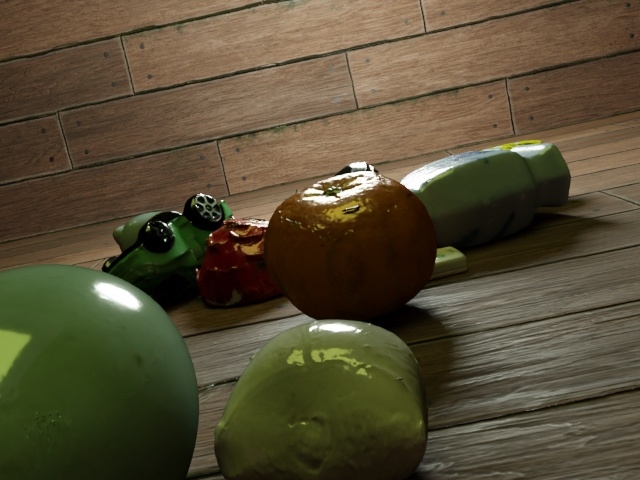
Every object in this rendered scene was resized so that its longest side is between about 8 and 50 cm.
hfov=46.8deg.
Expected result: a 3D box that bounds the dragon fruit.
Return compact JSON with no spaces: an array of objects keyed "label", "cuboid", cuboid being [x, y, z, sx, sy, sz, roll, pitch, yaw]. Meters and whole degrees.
[{"label":"dragon fruit","cuboid":[-0.154,0.054,1.498,0.262,0.163,0.189,-7,40,24]}]

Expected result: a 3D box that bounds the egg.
[{"label":"egg","cuboid":[-0.247,0.162,0.645,0.276,0.276,0.389,-11,13,8]}]

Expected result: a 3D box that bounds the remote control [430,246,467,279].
[{"label":"remote control","cuboid":[0.152,0.052,1.370,0.230,0.049,0.090,-12,13,-6]}]

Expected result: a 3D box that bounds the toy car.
[{"label":"toy car","cuboid":[-0.313,0.029,1.660,0.213,0.176,0.359,-36,2,37]}]

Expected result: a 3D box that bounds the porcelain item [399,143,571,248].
[{"label":"porcelain item","cuboid":[0.321,-0.095,1.590,0.405,0.178,0.242,-17,11,-23]}]

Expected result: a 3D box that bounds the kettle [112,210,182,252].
[{"label":"kettle","cuboid":[-0.421,0.010,1.989,0.221,0.161,0.236,14,-7,-32]}]

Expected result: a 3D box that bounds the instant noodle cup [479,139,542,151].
[{"label":"instant noodle cup","cuboid":[0.474,-0.160,1.850,0.182,0.144,0.182,-13,12,3]}]

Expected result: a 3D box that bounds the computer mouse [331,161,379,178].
[{"label":"computer mouse","cuboid":[0.029,-0.032,1.540,0.323,0.116,0.183,-42,21,44]}]

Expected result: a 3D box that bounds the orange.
[{"label":"orange","cuboid":[0.048,0.012,1.211,0.284,0.226,0.284,-11,19,4]}]

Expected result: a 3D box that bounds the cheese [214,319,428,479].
[{"label":"cheese","cuboid":[0.011,0.157,0.724,0.198,0.154,0.189,-9,6,16]}]
